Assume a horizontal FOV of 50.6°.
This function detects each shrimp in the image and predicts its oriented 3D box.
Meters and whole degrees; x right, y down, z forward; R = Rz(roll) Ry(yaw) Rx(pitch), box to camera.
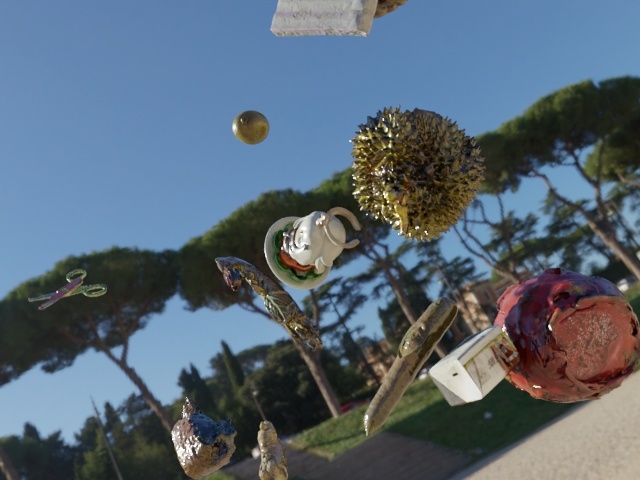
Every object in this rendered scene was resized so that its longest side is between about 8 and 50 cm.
[{"bbox_3d":[-0.070,0.072,0.871,0.034,0.178,0.124,-48,-32,7],"label":"shrimp"}]

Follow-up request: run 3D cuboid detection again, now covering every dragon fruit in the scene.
[{"bbox_3d":[0.522,0.208,1.467,0.296,0.295,0.302,-17,7,-33],"label":"dragon fruit"}]

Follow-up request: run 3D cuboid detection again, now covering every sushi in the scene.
[{"bbox_3d":[-0.284,0.502,1.704,0.140,0.149,0.287,-56,20,-1],"label":"sushi"}]

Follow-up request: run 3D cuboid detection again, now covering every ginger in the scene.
[{"bbox_3d":[-0.136,0.632,1.947,0.074,0.213,0.137,-20,-48,0],"label":"ginger"}]

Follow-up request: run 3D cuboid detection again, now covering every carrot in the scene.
[{"bbox_3d":[0.182,0.260,1.426,0.342,0.070,0.070,-54,-12,-16],"label":"carrot"}]

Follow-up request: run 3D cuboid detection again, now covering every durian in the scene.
[{"bbox_3d":[0.181,-0.126,1.298,0.258,0.293,0.258,-9,-53,-12],"label":"durian"}]

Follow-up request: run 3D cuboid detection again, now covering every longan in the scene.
[{"bbox_3d":[-0.142,-0.231,1.366,0.075,0.075,0.083,-31,-14,5],"label":"longan"}]

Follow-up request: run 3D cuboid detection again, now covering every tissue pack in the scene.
[{"bbox_3d":[0.315,0.256,1.378,0.149,0.099,0.106,-30,-7,-36],"label":"tissue pack"}]

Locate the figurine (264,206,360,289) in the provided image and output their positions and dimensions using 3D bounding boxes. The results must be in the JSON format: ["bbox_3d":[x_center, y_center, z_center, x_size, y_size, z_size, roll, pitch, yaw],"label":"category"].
[{"bbox_3d":[0.000,0.000,1.075,0.132,0.132,0.154,-15,-10,-36],"label":"figurine"}]

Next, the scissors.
[{"bbox_3d":[-0.679,0.136,1.807,0.187,0.133,0.020,-27,-44,-46],"label":"scissors"}]

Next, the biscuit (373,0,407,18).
[{"bbox_3d":[0.112,-0.696,1.702,0.334,0.289,0.081,-13,33,35],"label":"biscuit"}]

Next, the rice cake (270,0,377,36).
[{"bbox_3d":[0.006,-0.572,1.711,0.298,0.106,0.050,12,-2,35],"label":"rice cake"}]
